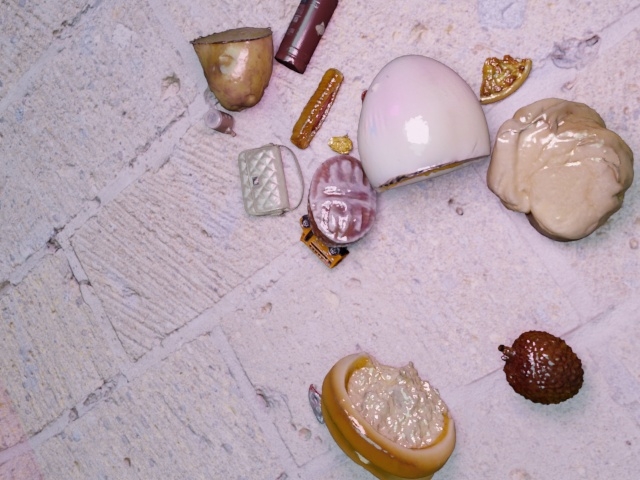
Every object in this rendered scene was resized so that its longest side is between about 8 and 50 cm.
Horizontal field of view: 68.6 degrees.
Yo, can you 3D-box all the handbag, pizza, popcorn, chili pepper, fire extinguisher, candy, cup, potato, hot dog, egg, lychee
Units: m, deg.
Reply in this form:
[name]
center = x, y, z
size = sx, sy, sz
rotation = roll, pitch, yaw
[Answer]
[handbag]
center = -0.168, -0.212, 1.630
size = 0.219, 0.079, 0.256
rotation = -10, 89, 17
[pizza]
center = 0.523, -0.482, 1.377
size = 0.134, 0.046, 0.175
rotation = 46, 106, 14
[popcorn]
center = 0.069, -0.305, 1.545
size = 0.084, 0.084, 0.084
rotation = 0, 91, 21
[chili pepper]
center = -0.004, 0.565, 1.595
size = 0.050, 0.041, 0.153
rotation = -22, 81, -23
[fire extinguisher]
center = -0.028, -0.728, 1.539
size = 0.114, 0.135, 0.337
rotation = 24, 101, -17
[candy]
center = 0.065, -0.119, 1.476
size = 0.214, 0.157, 0.289
rotation = 6, 73, -8
[cup]
center = -0.360, -0.415, 1.685
size = 0.074, 0.099, 0.102
rotation = -17, 84, 21
[potato]
center = -0.277, -0.572, 1.590
size = 0.301, 0.289, 0.237
rotation = 13, 128, 29
[hot dog]
center = -0.015, -0.443, 1.573
size = 0.083, 0.068, 0.289
rotation = 35, 104, 24
[egg]
center = 0.263, -0.339, 1.306
size = 0.355, 0.354, 0.339
rotation = -16, 90, 20
[lychee]
center = 0.597, 0.344, 1.287
size = 0.238, 0.200, 0.200
rotation = 25, 100, 5

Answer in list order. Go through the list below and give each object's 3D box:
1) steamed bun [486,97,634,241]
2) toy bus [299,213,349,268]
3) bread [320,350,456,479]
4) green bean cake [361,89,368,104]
[steamed bun]
center = 0.625, -0.193, 1.241
size = 0.372, 0.230, 0.325
rotation = 34, 127, 7
[toy bus]
center = 0.000, 0.000, 1.562
size = 0.194, 0.083, 0.088
rotation = 45, 115, 13
[bread]
center = 0.198, 0.539, 1.443
size = 0.424, 0.329, 0.245
rotation = 32, 143, 17
[green bean cake]
center = 0.202, -0.426, 1.495
size = 0.135, 0.056, 0.135
rotation = -12, 86, 19
